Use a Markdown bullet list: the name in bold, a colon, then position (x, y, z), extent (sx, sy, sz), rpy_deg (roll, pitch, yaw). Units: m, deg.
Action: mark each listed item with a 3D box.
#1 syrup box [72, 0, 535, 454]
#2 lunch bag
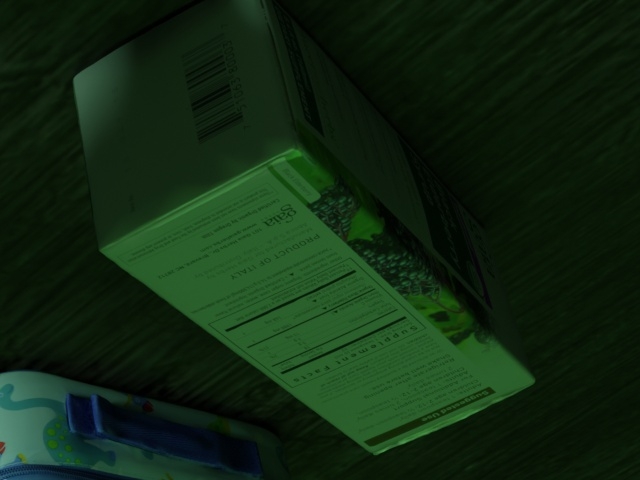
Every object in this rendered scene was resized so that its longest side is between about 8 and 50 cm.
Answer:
- **syrup box**: position (0.000, 0.000, 0.749), extent (0.096, 0.093, 0.237), rpy_deg (-27, 143, 18)
- **lunch bag**: position (-0.128, 0.155, 0.932), extent (0.219, 0.090, 0.176), rpy_deg (20, 131, -40)
